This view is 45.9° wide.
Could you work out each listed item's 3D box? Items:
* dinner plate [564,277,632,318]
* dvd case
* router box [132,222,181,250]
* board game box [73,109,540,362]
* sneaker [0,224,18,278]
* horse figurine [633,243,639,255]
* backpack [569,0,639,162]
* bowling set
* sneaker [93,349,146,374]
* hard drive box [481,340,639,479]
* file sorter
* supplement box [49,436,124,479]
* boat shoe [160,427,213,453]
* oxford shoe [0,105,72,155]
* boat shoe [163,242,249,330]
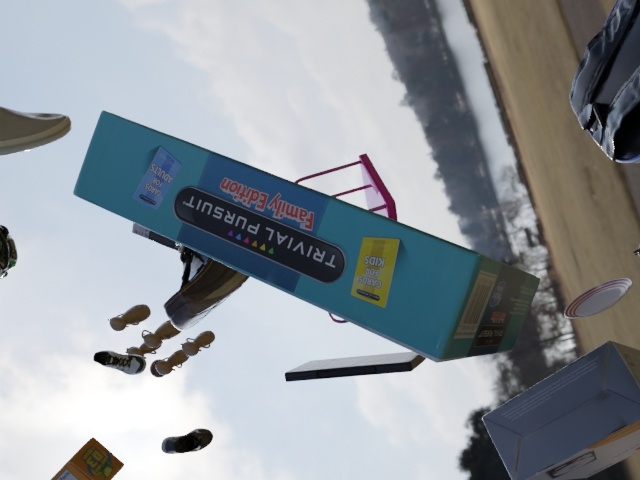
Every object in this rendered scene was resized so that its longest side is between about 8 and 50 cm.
[{"bbox_3d":[0.537,0.116,1.457,0.017,0.141,0.141,59,-167,-3],"label":"dinner plate"},{"bbox_3d":[0.074,0.251,1.513,0.180,0.252,0.022,3,-100,-73],"label":"dvd case"},{"bbox_3d":[-0.273,-0.015,1.522,0.133,0.178,0.046,1,-78,-47],"label":"router box"},{"bbox_3d":[0.000,0.000,0.659,0.253,0.336,0.079,15,-84,-64],"label":"board game box"},{"bbox_3d":[-0.515,-0.008,1.089,0.343,0.146,0.134,155,113,-67],"label":"sneaker"},{"bbox_3d":[0.849,-0.027,1.680,0.066,0.263,0.174,5,-150,-44],"label":"horse figurine"},{"bbox_3d":[0.474,-0.231,1.012,0.213,0.263,0.277,13,-137,-21],"label":"backpack"},{"bbox_3d":[-0.446,0.315,2.092,0.154,0.286,0.200,-31,-46,-65],"label":"bowling set"},{"bbox_3d":[-0.301,0.182,1.127,0.037,0.083,0.032,30,-113,-69],"label":"sneaker"},{"bbox_3d":[0.335,0.213,0.914,0.232,0.181,0.089,17,-138,-49],"label":"hard drive box"},{"bbox_3d":[0.063,0.005,1.625,0.202,0.182,0.291,-113,8,-52],"label":"file sorter"},{"bbox_3d":[-0.425,0.425,1.238,0.080,0.233,0.078,46,-158,-3],"label":"supplement box"},{"bbox_3d":[-0.279,0.438,1.634,0.142,0.040,0.049,2,-98,-53],"label":"boat shoe"},{"bbox_3d":[-0.726,-0.236,1.487,0.169,0.449,0.130,-114,23,-69],"label":"oxford shoe"},{"bbox_3d":[-0.181,0.025,1.243,0.130,0.132,0.355,46,-156,-6],"label":"boat shoe"}]
